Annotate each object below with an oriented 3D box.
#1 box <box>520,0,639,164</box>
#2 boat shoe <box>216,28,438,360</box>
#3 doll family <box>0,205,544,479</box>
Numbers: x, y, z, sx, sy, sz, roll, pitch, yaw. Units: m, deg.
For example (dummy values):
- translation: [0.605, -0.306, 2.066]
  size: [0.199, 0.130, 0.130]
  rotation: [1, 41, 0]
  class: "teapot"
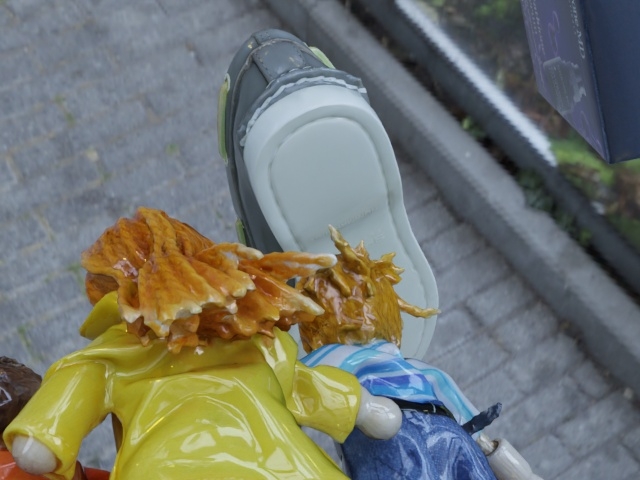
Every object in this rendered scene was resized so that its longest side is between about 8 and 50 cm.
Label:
- translation: [0.213, -0.162, 0.884]
  size: [0.108, 0.153, 0.207]
  rotation: [-14, 20, 2]
  class: "box"
- translation: [0.004, -0.002, 0.799]
  size: [0.109, 0.305, 0.091]
  rotation: [-22, 51, -8]
  class: "boat shoe"
- translation: [0.005, 0.067, 0.367]
  size: [0.263, 0.118, 0.163]
  rotation: [17, 36, -42]
  class: "doll family"
